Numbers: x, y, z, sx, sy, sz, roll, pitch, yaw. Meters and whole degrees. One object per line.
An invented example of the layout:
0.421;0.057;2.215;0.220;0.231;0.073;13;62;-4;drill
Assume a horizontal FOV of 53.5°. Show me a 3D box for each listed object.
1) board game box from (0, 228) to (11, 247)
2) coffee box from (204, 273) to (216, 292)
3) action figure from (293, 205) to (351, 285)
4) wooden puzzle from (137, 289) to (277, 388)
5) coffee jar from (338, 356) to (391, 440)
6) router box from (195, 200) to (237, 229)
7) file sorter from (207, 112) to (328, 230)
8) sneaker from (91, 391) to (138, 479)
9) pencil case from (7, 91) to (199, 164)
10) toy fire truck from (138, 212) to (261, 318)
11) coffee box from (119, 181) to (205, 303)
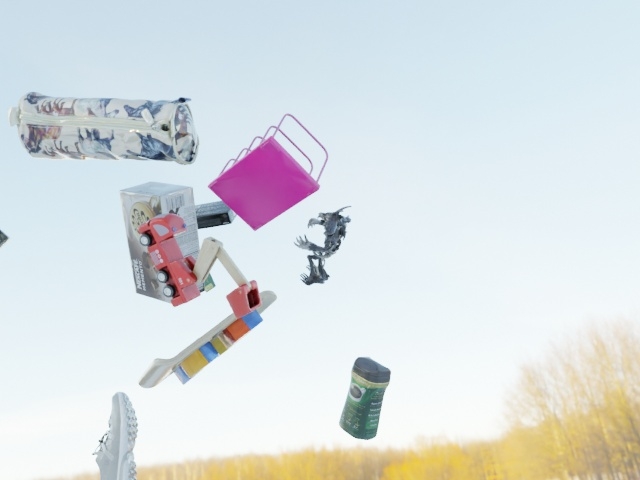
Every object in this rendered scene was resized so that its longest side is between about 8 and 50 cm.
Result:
-0.771;-0.027;1.335;0.126;0.186;0.026;-47;6;-14;board game box
-0.396;0.069;1.963;0.040;0.184;0.113;-33;-42;-18;coffee box
0.000;0.000;1.903;0.141;0.164;0.276;26;-59;14;action figure
-0.286;0.278;1.648;0.348;0.080;0.322;-31;-6;-31;wooden puzzle
0.109;0.378;1.531;0.079;0.184;0.096;6;11;-39;coffee jar
-0.357;-0.083;2.040;0.178;0.133;0.046;-8;-68;12;router box
-0.147;-0.208;1.892;0.290;0.182;0.202;-30;-65;37;file sorter
-0.560;0.548;1.702;0.115;0.281;0.105;-5;-24;0;sneaker
-0.501;-0.264;1.488;0.410;0.160;0.183;3;-12;5;pencil case
-0.184;0.037;0.966;0.135;0.192;0.047;-23;2;24;toy fire truck
-0.421;0.004;1.700;0.168;0.297;0.119;11;23;35;coffee box
